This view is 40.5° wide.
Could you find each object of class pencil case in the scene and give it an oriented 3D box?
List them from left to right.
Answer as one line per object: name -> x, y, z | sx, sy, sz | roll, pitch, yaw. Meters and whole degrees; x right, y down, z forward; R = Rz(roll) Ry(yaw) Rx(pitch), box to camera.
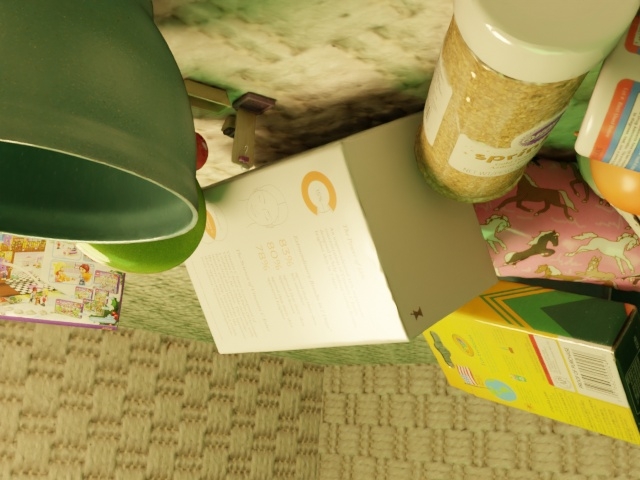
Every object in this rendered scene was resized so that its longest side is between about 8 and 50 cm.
pencil case -> 0.323, -0.014, 1.092 | 0.386, 0.160, 0.167 | 5, 172, -5

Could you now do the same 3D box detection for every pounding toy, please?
pounding toy -> -0.209, -0.080, 0.925 | 0.237, 0.183, 0.110 | 30, 135, -19

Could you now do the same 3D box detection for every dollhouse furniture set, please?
dollhouse furniture set -> -0.123, -0.119, 0.959 | 0.114, 0.081, 0.091 | 13, 164, -31

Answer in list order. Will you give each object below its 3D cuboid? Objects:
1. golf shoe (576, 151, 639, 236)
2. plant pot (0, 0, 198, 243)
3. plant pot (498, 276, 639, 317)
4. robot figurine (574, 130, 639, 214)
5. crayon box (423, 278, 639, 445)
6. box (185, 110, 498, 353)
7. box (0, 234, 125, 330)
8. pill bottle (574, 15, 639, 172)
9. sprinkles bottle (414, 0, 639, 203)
golf shoe -> 0.357, -0.047, 0.965 | 0.069, 0.176, 0.086 | -42, -176, 16
plant pot -> -0.239, -0.127, 0.728 | 0.293, 0.196, 0.293 | 4, 165, 1
plant pot -> 0.392, 0.103, 1.359 | 0.255, 0.271, 0.272 | 1, 167, 44
robot figurine -> 0.371, -0.078, 0.880 | 0.220, 0.158, 0.128 | 10, 149, -22
crayon box -> 0.292, 0.153, 1.198 | 0.319, 0.081, 0.202 | 11, 141, 43
box -> 0.000, 0.000, 1.029 | 0.168, 0.215, 0.345 | -26, -171, -40
box -> -0.472, 0.035, 1.441 | 0.293, 0.200, 0.057 | 8, 165, -12
pill bottle -> 0.335, -0.098, 0.709 | 0.222, 0.124, 0.124 | 19, 169, 13
sprinkles bottle -> 0.154, -0.135, 0.732 | 0.121, 0.121, 0.355 | 4, 167, 2
